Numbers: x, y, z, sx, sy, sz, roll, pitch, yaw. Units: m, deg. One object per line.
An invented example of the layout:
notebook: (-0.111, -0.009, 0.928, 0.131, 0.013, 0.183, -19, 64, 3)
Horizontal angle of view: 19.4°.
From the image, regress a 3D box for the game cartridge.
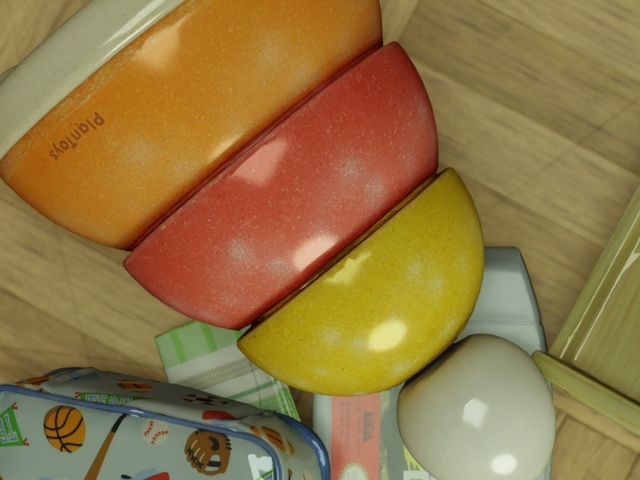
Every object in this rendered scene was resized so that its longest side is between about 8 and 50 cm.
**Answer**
game cartridge: (0.091, 0.150, 1.520, 0.196, 0.060, 0.294, 0, 90, 3)

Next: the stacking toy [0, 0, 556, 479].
stacking toy: (0.000, 0.000, 1.403, 0.351, 0.350, 0.480, -37, 92, 5)

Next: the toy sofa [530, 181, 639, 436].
toy sofa: (0.327, -0.008, 1.460, 0.150, 0.177, 0.362, 29, 94, 29)

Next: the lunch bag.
lunch bag: (-0.149, 0.236, 1.490, 0.303, 0.115, 0.243, 9, 97, 24)

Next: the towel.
towel: (-0.074, 0.133, 1.529, 0.113, 0.023, 0.152, -24, 82, 29)
